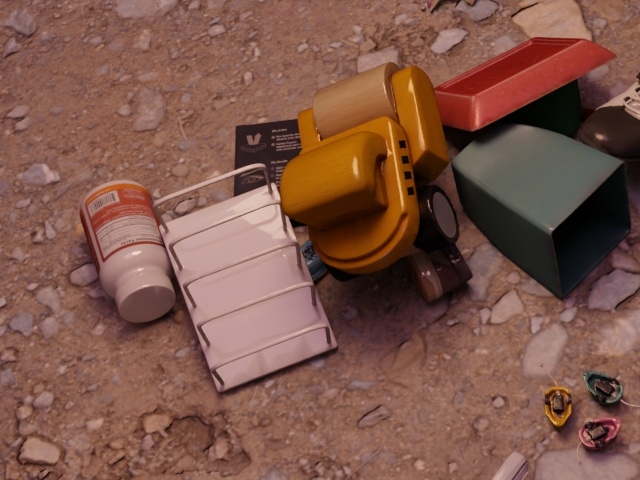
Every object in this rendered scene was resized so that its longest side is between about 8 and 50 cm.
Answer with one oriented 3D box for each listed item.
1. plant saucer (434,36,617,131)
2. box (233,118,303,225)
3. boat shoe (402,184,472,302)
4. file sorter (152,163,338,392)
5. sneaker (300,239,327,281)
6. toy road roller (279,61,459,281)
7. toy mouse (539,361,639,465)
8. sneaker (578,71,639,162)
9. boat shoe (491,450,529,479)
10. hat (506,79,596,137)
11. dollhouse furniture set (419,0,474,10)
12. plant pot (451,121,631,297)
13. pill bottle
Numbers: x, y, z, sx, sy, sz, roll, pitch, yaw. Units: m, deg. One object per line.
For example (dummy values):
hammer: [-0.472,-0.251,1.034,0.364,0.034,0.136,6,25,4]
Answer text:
plant saucer: [0.302,-0.260,2.116,0.259,0.048,0.258,-28,14,-8]
box: [-0.055,-0.109,2.152,0.156,0.093,0.158,-6,56,8]
boat shoe: [0.153,-0.037,2.060,0.092,0.103,0.285,-17,58,-6]
file sorter: [-0.114,0.050,1.955,0.192,0.173,0.278,-21,75,-3]
sneaker: [0.000,0.000,2.077,0.162,0.073,0.063,-42,58,-17]
toy road roller: [0.052,-0.113,1.926,0.202,0.240,0.330,-19,66,26]
toy mouse: [0.387,0.240,1.856,0.143,0.031,0.161,-6,55,8]
sneaker: [0.526,-0.227,2.017,0.330,0.146,0.122,-25,52,-31]
boat shoe: [0.229,0.393,1.765,0.075,0.083,0.226,30,77,15]
hat: [0.392,-0.174,2.147,0.173,0.184,0.208,-35,13,-23]
dollhouse furniture set: [0.216,-0.451,2.385,0.081,0.091,0.114,-51,24,24]
plant pot: [0.321,-0.066,2.009,0.165,0.165,0.234,-43,53,-18]
pill bottle: [-0.300,0.018,2.099,0.121,0.121,0.216,-21,55,-3]
